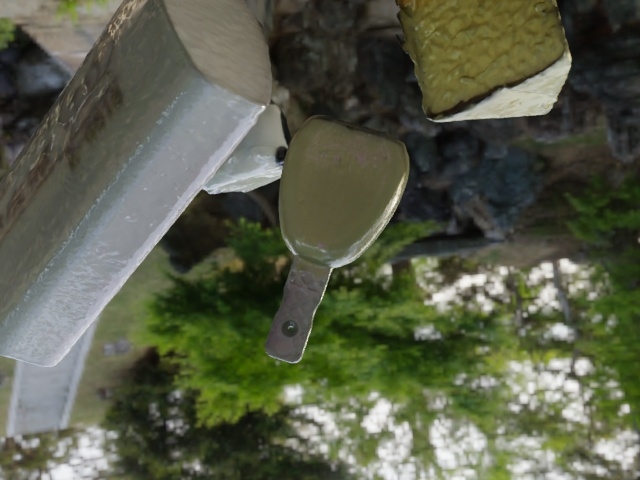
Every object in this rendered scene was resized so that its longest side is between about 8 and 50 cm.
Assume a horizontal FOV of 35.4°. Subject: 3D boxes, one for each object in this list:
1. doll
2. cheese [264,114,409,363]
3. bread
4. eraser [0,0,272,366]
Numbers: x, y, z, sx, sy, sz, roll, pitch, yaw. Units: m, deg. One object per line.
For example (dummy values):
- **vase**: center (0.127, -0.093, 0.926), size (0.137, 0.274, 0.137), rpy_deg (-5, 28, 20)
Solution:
- **doll**: center (-0.098, -0.130, 0.991), size (0.107, 0.180, 0.110), rpy_deg (-37, 166, 32)
- **cheese**: center (0.000, 0.000, 0.765), size (0.097, 0.192, 0.037), rpy_deg (18, 165, 6)
- **bread**: center (0.157, -0.252, 0.990), size (0.178, 0.265, 0.142), rpy_deg (-16, 164, 28)
- **eraser**: center (-0.149, -0.058, 0.711), size (0.095, 0.174, 0.270), rpy_deg (23, 124, -32)
